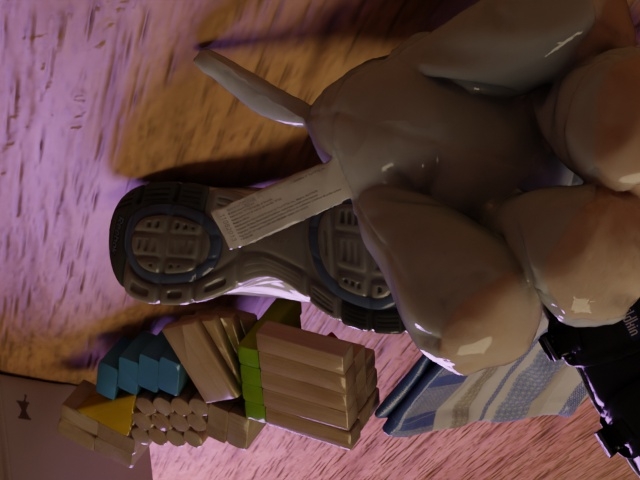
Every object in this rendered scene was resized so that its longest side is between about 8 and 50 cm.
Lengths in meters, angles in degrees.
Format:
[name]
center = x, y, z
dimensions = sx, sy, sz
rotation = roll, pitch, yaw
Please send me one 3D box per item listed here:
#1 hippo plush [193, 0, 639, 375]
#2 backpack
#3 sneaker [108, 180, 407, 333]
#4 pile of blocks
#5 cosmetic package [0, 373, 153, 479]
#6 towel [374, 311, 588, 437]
[hippo plush]
center = 0.118, -0.019, 1.135
dimensions = 0.294, 0.234, 0.236
rotation = -17, 160, 23
[backpack]
center = 0.336, 0.058, 1.493
dimensions = 0.191, 0.225, 0.253
rotation = -22, 171, -43
[sneaker]
center = 0.000, 0.000, 1.336
dimensions = 0.297, 0.111, 0.129
rotation = 8, -174, 23
[pile of blocks]
center = -0.092, 0.109, 1.690
dimensions = 0.362, 0.149, 0.113
rotation = -10, -153, 36
[cosmetic package]
center = -0.417, 0.281, 1.940
dimensions = 0.453, 0.162, 0.230
rotation = -20, 159, 30
[towel]
center = 0.197, 0.096, 1.672
dimensions = 0.285, 0.034, 0.209
rotation = 0, 136, -47
